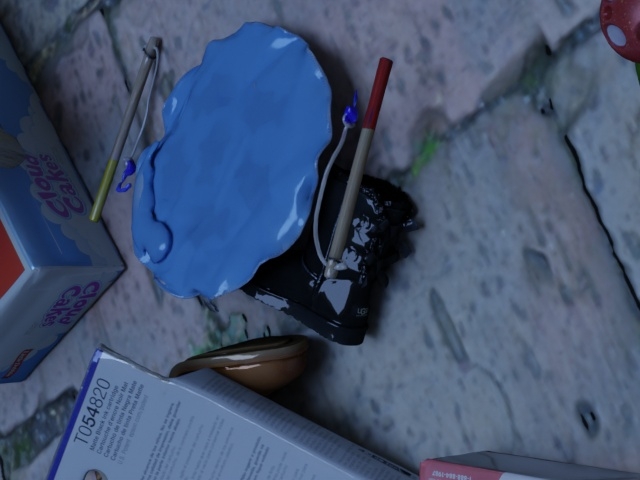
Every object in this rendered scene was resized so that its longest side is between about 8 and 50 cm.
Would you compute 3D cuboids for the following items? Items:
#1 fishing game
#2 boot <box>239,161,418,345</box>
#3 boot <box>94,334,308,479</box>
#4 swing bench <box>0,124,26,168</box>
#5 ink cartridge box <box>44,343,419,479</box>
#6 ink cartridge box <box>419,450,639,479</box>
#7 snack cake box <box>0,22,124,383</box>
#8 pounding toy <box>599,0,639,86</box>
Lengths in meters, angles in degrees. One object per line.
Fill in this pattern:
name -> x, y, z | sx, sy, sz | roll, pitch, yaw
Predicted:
fishing game -> -0.053, -0.047, 1.151 | 0.264, 0.041, 0.189 | 6, 79, 49
boot -> -0.001, 0.000, 1.123 | 0.121, 0.045, 0.099 | 28, 108, 35
boot -> -0.062, 0.151, 1.173 | 0.197, 0.073, 0.152 | -26, 82, 38
swing bench -> -0.374, -0.072, 1.255 | 0.254, 0.165, 0.253 | -52, 59, 29
ink cartridge box -> -0.071, 0.198, 1.129 | 0.224, 0.045, 0.223 | 27, 111, 9
ink cartridge box -> 0.115, 0.225, 1.010 | 0.115, 0.067, 0.198 | 4, 92, 42
snack cake box -> -0.266, -0.041, 1.329 | 0.152, 0.089, 0.264 | -44, 63, 32
pounding toy -> 0.223, -0.085, 0.879 | 0.183, 0.110, 0.237 | -36, 68, 37
